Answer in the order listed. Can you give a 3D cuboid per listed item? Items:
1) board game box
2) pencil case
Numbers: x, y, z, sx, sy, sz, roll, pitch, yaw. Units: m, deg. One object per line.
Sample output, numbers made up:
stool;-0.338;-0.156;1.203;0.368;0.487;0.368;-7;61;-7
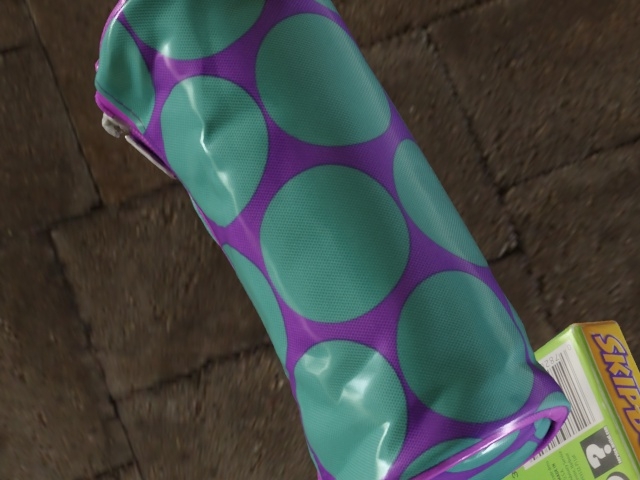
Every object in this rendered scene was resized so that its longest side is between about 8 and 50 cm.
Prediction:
board game box;0.062;0.149;0.766;0.039;0.259;0.124;-1;61;-41
pencil case;0.000;0.000;0.448;0.070;0.064;0.151;-32;75;5
